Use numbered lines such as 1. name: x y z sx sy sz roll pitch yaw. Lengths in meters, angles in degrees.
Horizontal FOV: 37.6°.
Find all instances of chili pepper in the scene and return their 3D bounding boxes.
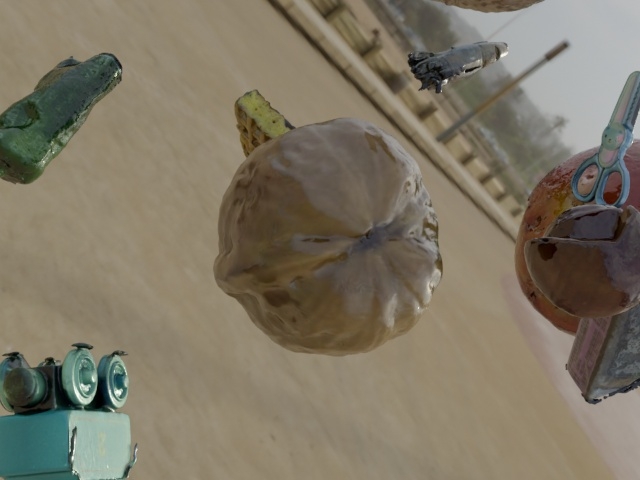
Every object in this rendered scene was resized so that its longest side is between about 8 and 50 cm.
1. chili pepper: -0.416 -0.176 1.407 0.270 0.136 0.099 -54 140 -34

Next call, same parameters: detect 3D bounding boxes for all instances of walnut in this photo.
1. walnut: 0.003 -0.002 1.241 0.306 0.306 0.344 48 -21 -18

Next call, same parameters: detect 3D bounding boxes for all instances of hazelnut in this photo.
1. hazelnut: 0.394 0.020 1.316 0.170 0.201 0.161 -3 -65 62

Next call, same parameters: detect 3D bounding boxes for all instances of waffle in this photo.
1. waffle: -0.087 -0.155 1.704 0.160 0.055 0.211 47 -19 20

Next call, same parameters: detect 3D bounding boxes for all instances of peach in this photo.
1. peach: 0.584 -0.019 1.909 0.353 0.416 0.339 36 -20 22

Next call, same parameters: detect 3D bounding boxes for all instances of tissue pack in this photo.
1. tissue pack: 0.573 0.102 1.610 0.361 0.259 0.122 94 -27 -45

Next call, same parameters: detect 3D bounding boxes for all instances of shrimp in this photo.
1. shrimp: 0.266 -0.386 2.006 0.178 0.289 0.075 11 -55 52

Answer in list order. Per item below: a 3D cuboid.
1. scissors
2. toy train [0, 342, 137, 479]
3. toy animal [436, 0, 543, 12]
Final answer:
1. scissors: 0.541 -0.185 1.720 0.030 0.256 0.125 12 10 -34
2. toy train: -0.293 0.209 1.087 0.203 0.112 0.163 41 43 -72
3. toy animal: 0.245 -0.406 1.182 0.188 0.358 0.227 13 53 -41
